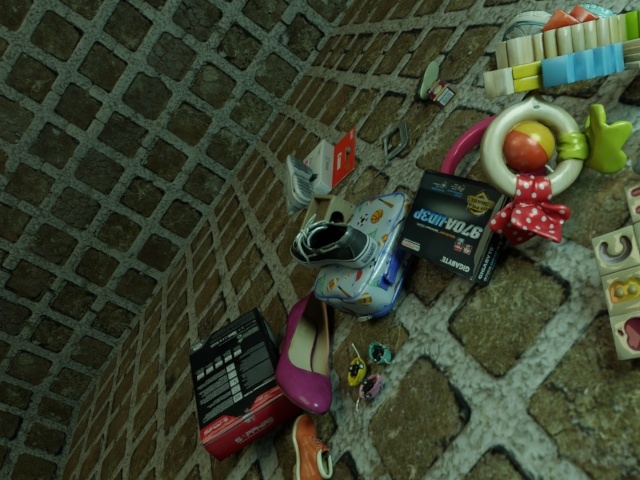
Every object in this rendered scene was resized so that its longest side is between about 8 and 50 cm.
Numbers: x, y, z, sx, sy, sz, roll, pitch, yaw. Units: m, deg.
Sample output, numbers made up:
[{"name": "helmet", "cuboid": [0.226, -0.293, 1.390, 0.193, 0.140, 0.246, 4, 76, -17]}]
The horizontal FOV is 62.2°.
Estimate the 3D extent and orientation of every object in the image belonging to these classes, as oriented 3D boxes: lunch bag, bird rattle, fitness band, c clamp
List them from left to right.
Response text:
[{"name": "lunch bag", "cuboid": [0.120, 0.039, 1.227, 0.243, 0.115, 0.303, -6, 54, 58]}, {"name": "c clamp", "cuboid": [0.206, -0.278, 1.561, 0.137, 0.022, 0.160, -38, 31, 39]}, {"name": "fitness band", "cuboid": [0.343, -0.144, 1.086, 0.209, 0.054, 0.290, -43, 28, 30]}, {"name": "bird rattle", "cuboid": [0.356, -0.125, 0.872, 0.253, 0.207, 0.143, -47, -4, 13]}]

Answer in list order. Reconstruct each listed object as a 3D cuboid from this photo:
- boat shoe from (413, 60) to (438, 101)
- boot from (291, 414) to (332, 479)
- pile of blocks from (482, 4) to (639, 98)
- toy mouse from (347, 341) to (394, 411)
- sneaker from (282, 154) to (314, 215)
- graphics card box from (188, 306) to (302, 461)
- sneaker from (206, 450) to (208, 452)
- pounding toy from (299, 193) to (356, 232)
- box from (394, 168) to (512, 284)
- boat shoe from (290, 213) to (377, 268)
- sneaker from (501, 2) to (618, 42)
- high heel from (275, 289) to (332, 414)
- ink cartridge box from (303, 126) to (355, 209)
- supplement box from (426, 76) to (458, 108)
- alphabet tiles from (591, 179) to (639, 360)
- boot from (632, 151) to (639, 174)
[{"name": "boat shoe", "cuboid": [0.310, -0.469, 1.560, 0.042, 0.049, 0.132, 4, 68, 55]}, {"name": "boot", "cuboid": [-0.012, 0.423, 1.085, 0.085, 0.059, 0.157, -40, 37, 29]}, {"name": "pile of blocks", "cuboid": [0.431, -0.310, 0.806, 0.363, 0.112, 0.149, -12, 14, 4]}, {"name": "toy mouse", "cuboid": [0.110, 0.263, 1.066, 0.143, 0.031, 0.160, -35, 32, 43]}, {"name": "sneaker", "cuboid": [-0.097, -0.195, 1.804, 0.115, 0.105, 0.281, -46, 27, 25]}, {"name": "graphics card box", "cuboid": [-0.207, 0.350, 1.362, 0.233, 0.094, 0.371, -32, 32, -3]}, {"name": "sneaker", "cuboid": [-0.249, 0.468, 1.459, 0.118, 0.107, 0.279, -50, 14, 39]}, {"name": "pounding toy", "cuboid": [0.023, -0.020, 1.526, 0.181, 0.094, 0.205, 12, 81, 60]}, {"name": "box", "cuboid": [0.258, -0.033, 1.019, 0.220, 0.051, 0.175, 28, 100, 54]}, {"name": "boat shoe", "cuboid": [-0.002, 0.004, 1.226, 0.113, 0.105, 0.306, -60, 28, -11]}, {"name": "sneaker", "cuboid": [0.465, -0.406, 1.105, 0.122, 0.110, 0.283, -61, 23, 1]}, {"name": "high heel", "cuboid": [-0.022, 0.241, 1.223, 0.181, 0.127, 0.377, -64, 20, 8]}, {"name": "ink cartridge box", "cuboid": [0.022, -0.268, 1.866, 0.239, 0.060, 0.275, -43, 27, 34]}, {"name": "supplement box", "cuboid": [0.330, -0.402, 1.443, 0.055, 0.043, 0.083, -50, 24, 21]}, {"name": "alphabet tiles", "cuboid": [0.477, 0.019, 0.577, 0.343, 0.011, 0.284, -30, 52, 48]}, {"name": "boot", "cuboid": [0.464, -0.108, 0.737, 0.106, 0.037, 0.114, -36, -19, 2]}]
